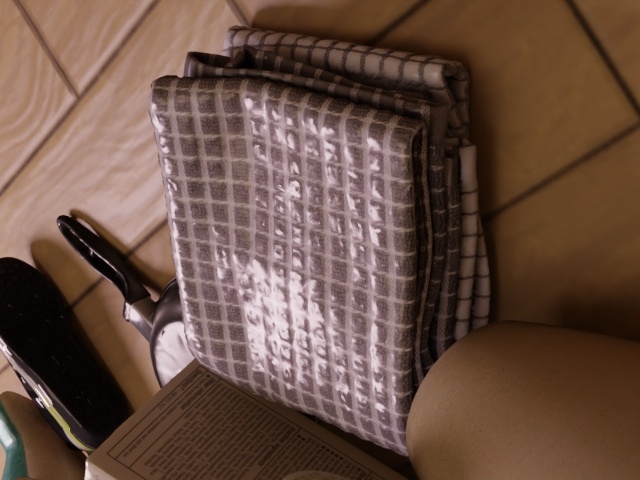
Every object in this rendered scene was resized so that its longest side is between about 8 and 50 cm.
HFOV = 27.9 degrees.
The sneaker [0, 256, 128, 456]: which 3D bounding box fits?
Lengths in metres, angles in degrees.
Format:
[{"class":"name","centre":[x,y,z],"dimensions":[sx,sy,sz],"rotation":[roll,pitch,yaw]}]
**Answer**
[{"class":"sneaker","centre":[-0.293,0.131,1.340],"dimensions":[0.234,0.084,0.097],"rotation":[58,142,2]}]

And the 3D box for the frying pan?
[{"class":"frying pan","centre":[-0.126,0.071,1.164],"dimensions":[0.326,0.053,0.197],"rotation":[51,139,5]}]

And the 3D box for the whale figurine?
[{"class":"whale figurine","centre":[-0.294,0.297,1.368],"dimensions":[0.272,0.141,0.216],"rotation":[59,-177,24]}]

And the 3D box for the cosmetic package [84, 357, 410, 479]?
[{"class":"cosmetic package","centre":[-0.024,0.240,1.033],"dimensions":[0.309,0.160,0.113],"rotation":[31,134,18]}]

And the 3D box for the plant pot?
[{"class":"plant pot","centre":[0.180,0.164,0.772],"dimensions":[0.274,0.257,0.256],"rotation":[35,136,48]}]

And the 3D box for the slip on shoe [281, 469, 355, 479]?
[{"class":"slip on shoe","centre":[0.086,0.272,0.853],"dimensions":[0.331,0.101,0.123],"rotation":[42,-174,-19]}]

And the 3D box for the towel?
[{"class":"towel","centre":[0.000,0.000,0.928],"dimensions":[0.235,0.121,0.283],"rotation":[18,125,38]}]
